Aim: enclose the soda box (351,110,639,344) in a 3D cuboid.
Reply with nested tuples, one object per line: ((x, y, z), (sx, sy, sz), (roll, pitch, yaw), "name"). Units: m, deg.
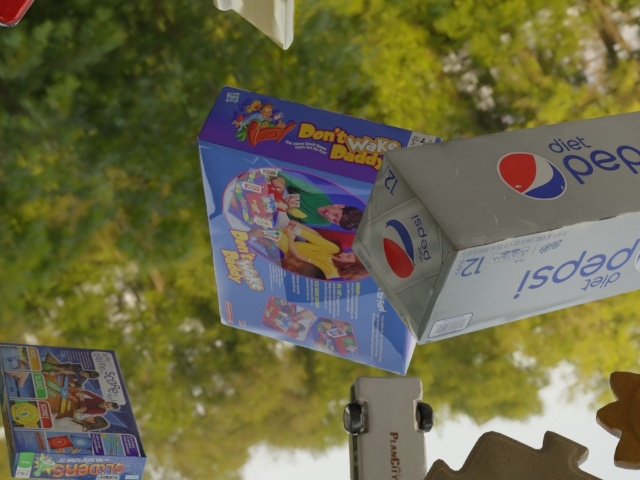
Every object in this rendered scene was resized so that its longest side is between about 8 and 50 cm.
((0.171, -0.018, 0.892), (0.286, 0.098, 0.091), (-12, 139, -29), "soda box")

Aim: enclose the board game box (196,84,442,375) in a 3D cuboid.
((0.000, 0.000, 1.412), (0.347, 0.233, 0.078), (90, 18, -54), "board game box")

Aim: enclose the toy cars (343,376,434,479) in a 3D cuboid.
((0.139, 0.330, 1.466), (0.176, 0.394, 0.087), (-40, 177, -24), "toy cars")

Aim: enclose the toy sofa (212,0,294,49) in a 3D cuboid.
((0.001, -0.428, 1.566), (0.362, 0.177, 0.150), (-49, 173, -13), "toy sofa")

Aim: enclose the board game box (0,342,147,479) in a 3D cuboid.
((-0.273, 0.182, 1.395), (0.136, 0.035, 0.201), (7, -154, -22), "board game box")

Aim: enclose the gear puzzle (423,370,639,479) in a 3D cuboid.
((0.111, 0.179, 0.594), (0.339, 0.175, 0.044), (-54, 156, -32), "gear puzzle")

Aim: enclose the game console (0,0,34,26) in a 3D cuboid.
((-0.297, -0.262, 1.172), (0.144, 0.124, 0.085), (-61, -171, -22), "game console")
